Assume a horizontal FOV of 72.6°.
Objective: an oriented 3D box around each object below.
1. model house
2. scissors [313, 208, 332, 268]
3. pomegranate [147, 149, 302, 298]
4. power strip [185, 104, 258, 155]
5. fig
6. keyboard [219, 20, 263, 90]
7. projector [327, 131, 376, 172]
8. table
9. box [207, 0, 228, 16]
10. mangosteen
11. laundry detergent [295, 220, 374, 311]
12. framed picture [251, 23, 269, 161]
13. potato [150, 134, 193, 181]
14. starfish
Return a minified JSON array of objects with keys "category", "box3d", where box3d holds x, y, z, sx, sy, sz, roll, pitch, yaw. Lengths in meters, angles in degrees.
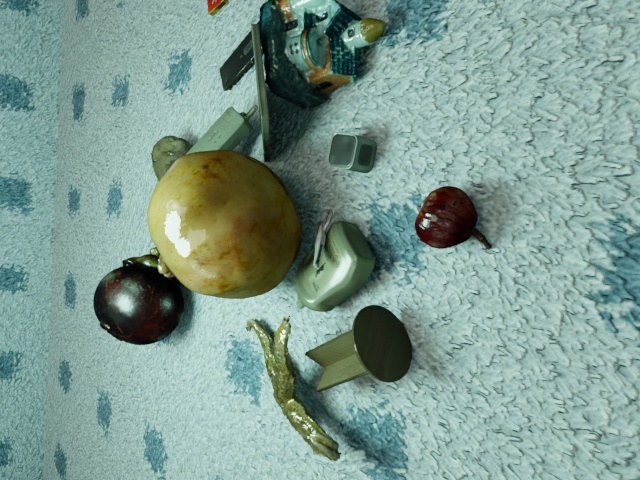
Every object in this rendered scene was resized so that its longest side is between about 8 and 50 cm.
[{"category":"model house","box3d":[0.016,-0.489,1.049,0.290,0.184,0.254,-4,84,37]},{"category":"scissors","box3d":[0.000,0.000,1.049,0.085,0.022,0.176,-49,21,40]},{"category":"pomegranate","box3d":[-0.260,-0.035,1.134,0.411,0.411,0.413,-1,89,41]},{"category":"power strip","box3d":[-0.293,-0.301,1.296,0.288,0.053,0.093,-47,59,3]},{"category":"fig","box3d":[0.252,-0.030,0.868,0.128,0.128,0.151,-32,75,37]},{"category":"keyboard","box3d":[-0.210,-0.587,1.341,0.316,0.027,0.106,-30,67,37]},{"category":"projector","box3d":[0.075,-0.210,1.047,0.083,0.082,0.084,20,103,40]},{"category":"table","box3d":[0.073,0.267,1.011,0.226,0.167,0.167,-39,65,44]},{"category":"box","box3d":[-0.350,-0.841,1.470,0.090,0.023,0.134,-11,82,43]},{"category":"mangosteen","box3d":[-0.621,0.210,1.533,0.329,0.329,0.331,-1,89,41]},{"category":"laundry detergent","box3d":[0.015,0.083,1.088,0.253,0.090,0.181,-49,47,30]},{"category":"framed picture","box3d":[-0.156,-0.370,1.157,0.324,0.020,0.241,122,141,-79]},{"category":"potato","box3d":[-0.496,-0.240,1.509,0.164,0.164,0.263,-34,64,36]},{"category":"starfish","box3d":[-0.087,0.356,1.118,0.433,0.082,0.324,64,158,20]}]
